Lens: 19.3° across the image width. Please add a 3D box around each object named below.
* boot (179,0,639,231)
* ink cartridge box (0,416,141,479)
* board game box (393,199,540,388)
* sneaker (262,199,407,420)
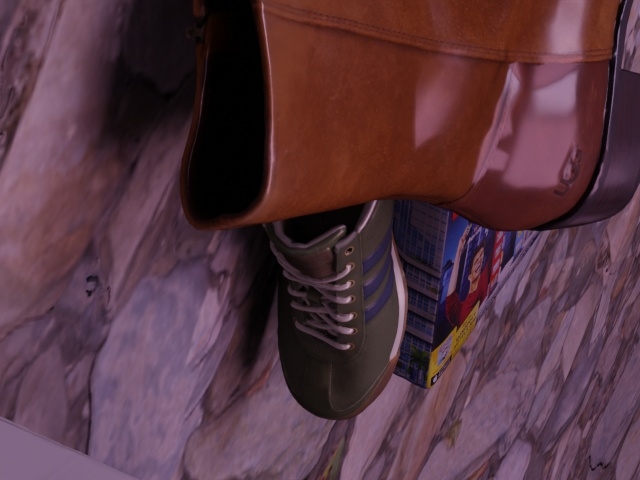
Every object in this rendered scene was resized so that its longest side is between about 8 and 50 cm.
[{"bbox_3d":[0.032,-0.133,0.758,0.280,0.096,0.264,2,92,-53],"label":"boot"},{"bbox_3d":[-0.124,0.186,0.529,0.171,0.168,0.232,-36,143,-59],"label":"ink cartridge box"},{"bbox_3d":[0.083,-0.055,1.010,0.194,0.060,0.194,-50,153,-42],"label":"board game box"},{"bbox_3d":[0.000,0.000,0.837,0.086,0.064,0.192,-31,134,-60],"label":"sneaker"}]
